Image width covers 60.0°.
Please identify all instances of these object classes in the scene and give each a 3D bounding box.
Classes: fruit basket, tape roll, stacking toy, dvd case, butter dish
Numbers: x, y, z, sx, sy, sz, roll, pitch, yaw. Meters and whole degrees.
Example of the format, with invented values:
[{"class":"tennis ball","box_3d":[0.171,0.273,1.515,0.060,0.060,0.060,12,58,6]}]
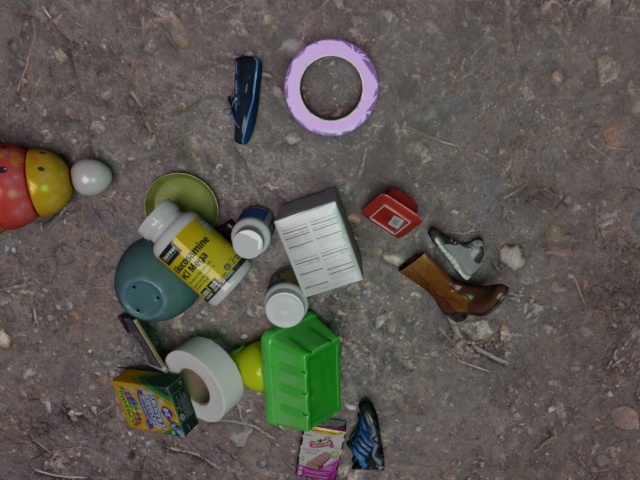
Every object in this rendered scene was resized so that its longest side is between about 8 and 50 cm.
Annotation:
[{"class":"fruit basket","box_3d":[-0.129,0.437,1.908,0.392,0.283,0.392,19,117,41]},{"class":"tape roll","box_3d":[-0.401,0.476,1.902,0.286,0.100,0.286,17,122,29]},{"class":"tape roll","box_3d":[0.032,-0.454,1.648,0.275,0.090,0.274,1,110,2]},{"class":"stacking toy","box_3d":[-0.893,-0.180,1.704,0.480,0.350,0.350,-11,109,-14]},{"class":"dvd case","box_3d":[-0.618,0.358,1.924,0.018,0.164,0.221,-37,111,-33]},{"class":"butter dish","box_3d":[0.238,-0.106,1.752,0.160,0.118,0.160,33,149,-7]}]

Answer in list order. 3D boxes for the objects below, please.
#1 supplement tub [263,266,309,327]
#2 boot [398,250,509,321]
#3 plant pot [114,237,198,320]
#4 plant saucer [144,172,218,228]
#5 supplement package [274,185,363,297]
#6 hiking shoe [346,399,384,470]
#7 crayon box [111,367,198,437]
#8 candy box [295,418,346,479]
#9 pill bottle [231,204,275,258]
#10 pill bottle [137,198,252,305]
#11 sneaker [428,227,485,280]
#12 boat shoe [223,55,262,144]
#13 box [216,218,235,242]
[{"class":"supplement tub","box_3d":[-0.108,0.184,1.810,0.144,0.199,0.144,0,109,1]},{"class":"boot","box_3d":[0.429,0.125,1.791,0.280,0.096,0.264,44,148,-11]},{"class":"plant pot","box_3d":[-0.549,0.151,1.816,0.290,0.195,0.290,0,108,1]},{"class":"plant saucer","box_3d":[-0.450,-0.105,1.808,0.241,0.037,0.241,0,108,1]},{"class":"supplement package","box_3d":[0.000,0.000,1.744,0.198,0.199,0.262,-18,107,8]},{"class":"hiking shoe","box_3d":[0.157,0.728,2.034,0.132,0.113,0.304,-9,108,4]},{"class":"crayon box","box_3d":[-0.601,0.566,1.950,0.323,0.083,0.203,-2,111,30]},{"class":"candy box","box_3d":[0.000,0.779,2.078,0.159,0.071,0.233,9,108,-1]},{"class":"pill bottle","box_3d":[-0.211,-0.025,1.731,0.124,0.221,0.124,1,108,2]},{"class":"pill bottle","box_3d":[-0.392,0.033,1.724,0.334,0.188,0.188,42,105,-6]},{"class":"sneaker","box_3d":[0.456,0.014,1.805,0.132,0.086,0.228,-39,114,8]},{"class":"boat shoe","box_3d":[-0.235,-0.421,1.674,0.089,0.109,0.258,10,93,6]},{"class":"box","box_3d":[-0.311,-0.020,1.825,0.083,0.052,0.062,-32,104,11]}]
